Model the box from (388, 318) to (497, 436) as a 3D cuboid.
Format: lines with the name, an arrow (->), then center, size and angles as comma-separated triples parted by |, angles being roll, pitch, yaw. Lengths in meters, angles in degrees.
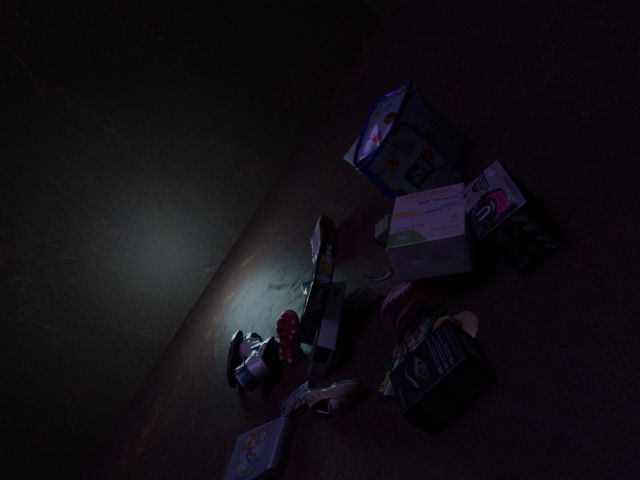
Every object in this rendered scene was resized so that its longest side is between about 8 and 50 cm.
box -> 0.271, 0.311, 1.383 | 0.207, 0.108, 0.153 | -48, 21, 17

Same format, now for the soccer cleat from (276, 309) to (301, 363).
soccer cleat -> -0.102, 0.320, 2.104 | 0.095, 0.083, 0.247 | -55, -25, -49

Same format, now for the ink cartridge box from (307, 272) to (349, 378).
ink cartridge box -> 0.027, 0.265, 1.982 | 0.332, 0.065, 0.165 | -75, 0, -48

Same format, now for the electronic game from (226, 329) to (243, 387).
electronic game -> -0.334, 0.472, 2.422 | 0.229, 0.048, 0.229 | 5, -90, -89

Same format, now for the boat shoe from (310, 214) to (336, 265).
boat shoe -> 0.000, 0.000, 2.515 | 0.096, 0.098, 0.277 | -41, 25, 31

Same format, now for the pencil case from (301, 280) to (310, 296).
pencil case -> -0.023, 0.195, 2.297 | 0.070, 0.065, 0.152 | -70, 20, 3

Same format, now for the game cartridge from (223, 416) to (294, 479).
game cartridge -> -0.203, 0.686, 1.920 | 0.297, 0.062, 0.198 | -36, 22, 40

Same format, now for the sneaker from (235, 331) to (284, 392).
sneaker -> -0.205, 0.427, 2.274 | 0.182, 0.127, 0.315 | -36, 16, 8

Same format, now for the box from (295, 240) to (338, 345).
box -> -0.011, 0.169, 1.961 | 0.216, 0.060, 0.270 | -79, 4, -53

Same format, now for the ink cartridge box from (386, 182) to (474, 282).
ink cartridge box -> 0.306, -0.044, 1.662 | 0.207, 0.119, 0.353 | -11, 28, 19

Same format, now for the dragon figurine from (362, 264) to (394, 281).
dragon figurine -> 0.268, 0.048, 1.848 | 0.289, 0.085, 0.144 | -28, 30, 42

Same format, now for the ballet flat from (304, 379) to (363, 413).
ballet flat -> 0.039, 0.453, 1.739 | 0.248, 0.086, 0.086 | -30, 31, 52

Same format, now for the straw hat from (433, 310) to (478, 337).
straw hat -> 0.314, 0.222, 1.502 | 0.144, 0.061, 0.144 | -46, 21, 23

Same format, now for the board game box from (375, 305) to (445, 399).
board game box -> 0.238, 0.296, 1.602 | 0.136, 0.030, 0.259 | -19, 40, 55

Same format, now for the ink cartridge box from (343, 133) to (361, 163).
ink cartridge box -> 0.270, -0.413, 2.538 | 0.309, 0.130, 0.272 | -53, 21, 5

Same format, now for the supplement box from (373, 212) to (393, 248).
supplement box -> 0.232, -0.035, 2.111 | 0.083, 0.056, 0.083 | -42, 23, 31

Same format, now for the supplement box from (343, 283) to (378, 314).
supplement box -> 0.130, 0.192, 1.961 | 0.098, 0.062, 0.036 | -42, 22, 32

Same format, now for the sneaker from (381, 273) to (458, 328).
sneaker -> 0.258, 0.136, 1.656 | 0.252, 0.102, 0.111 | -33, 8, -8

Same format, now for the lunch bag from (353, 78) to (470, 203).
lunch bag -> 0.295, -0.273, 1.969 | 0.239, 0.328, 0.385 | -28, 31, 48

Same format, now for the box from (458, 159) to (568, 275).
box -> 0.458, -0.060, 1.486 | 0.142, 0.163, 0.247 | -44, 22, 21

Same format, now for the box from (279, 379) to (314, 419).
box -> -0.075, 0.518, 1.940 | 0.137, 0.027, 0.093 | -42, 22, 30
